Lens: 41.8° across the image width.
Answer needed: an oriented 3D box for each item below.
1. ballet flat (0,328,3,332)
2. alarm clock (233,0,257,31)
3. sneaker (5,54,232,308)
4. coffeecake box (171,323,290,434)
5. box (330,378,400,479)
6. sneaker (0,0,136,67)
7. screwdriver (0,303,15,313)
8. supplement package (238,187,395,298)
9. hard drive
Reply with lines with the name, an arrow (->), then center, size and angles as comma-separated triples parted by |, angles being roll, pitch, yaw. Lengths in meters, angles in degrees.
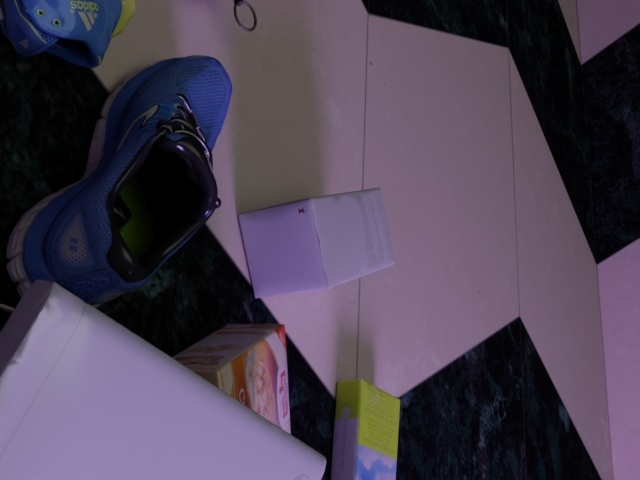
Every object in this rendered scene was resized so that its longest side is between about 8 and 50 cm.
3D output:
ballet flat -> -0.277, 0.137, 0.570 | 0.231, 0.077, 0.077 | -35, 132, -54
alarm clock -> -0.123, -0.327, 0.959 | 0.192, 0.064, 0.129 | 62, 35, -23
sneaker -> -0.140, -0.063, 0.770 | 0.130, 0.147, 0.330 | 56, 37, -34
coffeecake box -> -0.088, 0.168, 0.799 | 0.185, 0.068, 0.142 | -26, 114, -73
box -> 0.060, 0.281, 1.092 | 0.109, 0.042, 0.178 | 36, 52, -48
sneaker -> -0.247, -0.235, 0.703 | 0.240, 0.091, 0.126 | 37, 51, -49
screwdriver -> -0.192, 0.079, 0.691 | 0.170, 0.024, 0.025 | 42, 76, -45
supplement package -> 0.000, 0.000, 1.020 | 0.179, 0.105, 0.105 | -13, 93, -59
hard drive -> -0.137, 0.193, 0.623 | 0.307, 0.040, 0.203 | 42, 65, -37
